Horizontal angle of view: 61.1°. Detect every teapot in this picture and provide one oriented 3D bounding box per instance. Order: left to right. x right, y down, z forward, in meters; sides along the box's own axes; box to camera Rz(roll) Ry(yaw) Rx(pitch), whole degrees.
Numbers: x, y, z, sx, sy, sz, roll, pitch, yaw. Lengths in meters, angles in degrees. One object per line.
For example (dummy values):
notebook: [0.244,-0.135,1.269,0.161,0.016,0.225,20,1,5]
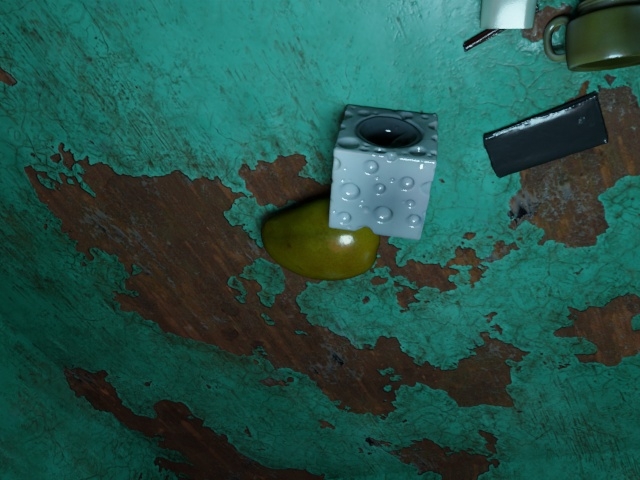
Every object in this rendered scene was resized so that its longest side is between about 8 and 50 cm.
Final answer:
teapot: [0.599,-0.452,1.132,0.268,0.186,0.175,3,98,45]

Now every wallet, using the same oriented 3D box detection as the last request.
wallet: [0.566,-0.256,1.375,0.285,0.030,0.146,-19,126,24]

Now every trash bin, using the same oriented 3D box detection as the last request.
trash bin: [0.404,-0.524,1.159,0.116,0.059,0.129,7,120,17]

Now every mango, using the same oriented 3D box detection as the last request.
mango: [0.000,0.000,1.587,0.378,0.221,0.263,-1,140,26]

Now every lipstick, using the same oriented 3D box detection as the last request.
lipstick: [0.405,-0.483,1.232,0.177,0.027,0.027,-24,120,30]

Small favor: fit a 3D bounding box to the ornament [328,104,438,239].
ornament: [0.160,-0.178,1.389,0.239,0.239,0.239,9,130,6]
